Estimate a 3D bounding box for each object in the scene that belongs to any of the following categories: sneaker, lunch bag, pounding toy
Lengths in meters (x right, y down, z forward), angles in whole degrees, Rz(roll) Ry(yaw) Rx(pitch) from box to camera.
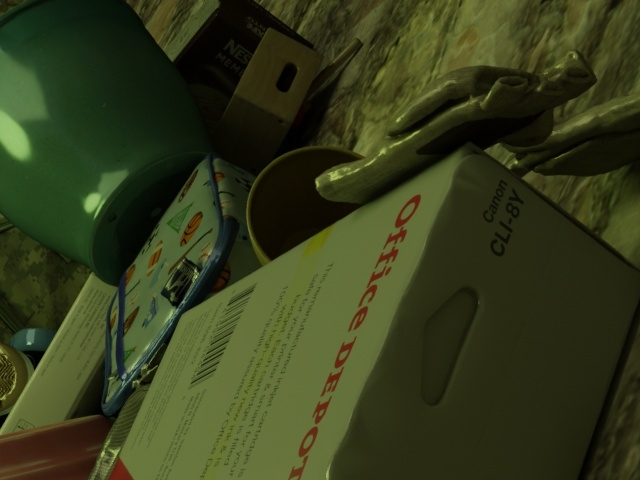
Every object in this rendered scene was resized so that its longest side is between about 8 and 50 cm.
[{"bbox_3d":[-0.342,0.184,2.304,0.232,0.081,0.090,121,155,-57],"label":"sneaker"},{"bbox_3d":[-0.424,0.060,2.608,0.256,0.212,0.305,-42,14,-14],"label":"lunch bag"},{"bbox_3d":[-0.403,0.172,2.249,0.282,0.153,0.099,-9,74,33],"label":"sneaker"},{"bbox_3d":[-0.040,-0.161,2.165,0.130,0.100,0.141,-58,6,52],"label":"pounding toy"},{"bbox_3d":[-0.127,0.062,1.920,0.243,0.115,0.303,-53,15,16],"label":"lunch bag"}]

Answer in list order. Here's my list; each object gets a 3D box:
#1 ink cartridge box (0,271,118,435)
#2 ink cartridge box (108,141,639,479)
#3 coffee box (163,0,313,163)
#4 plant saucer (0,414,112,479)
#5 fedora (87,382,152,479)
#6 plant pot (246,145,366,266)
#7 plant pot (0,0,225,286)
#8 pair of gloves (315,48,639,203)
[{"bbox_3d":[-0.295,0.210,2.181,0.296,0.066,0.261,-61,-6,-21],"label":"ink cartridge box"},{"bbox_3d":[0.008,0.142,1.298,0.385,0.160,0.279,-32,29,54],"label":"ink cartridge box"},{"bbox_3d":[-0.137,-0.166,2.329,0.246,0.141,0.098,-47,18,27],"label":"coffee box"},{"bbox_3d":[-0.315,0.227,1.806,0.332,0.332,0.084,-19,83,63],"label":"plant saucer"},{"bbox_3d":[-0.118,0.199,1.603,0.244,0.124,0.275,-62,18,-21],"label":"fedora"},{"bbox_3d":[0.000,0.000,1.688,0.095,0.134,0.134,102,-168,-62],"label":"plant pot"},{"bbox_3d":[-0.235,-0.092,2.123,0.271,0.271,0.255,-52,57,11],"label":"plant pot"},{"bbox_3d":[0.137,-0.076,1.274,0.204,0.240,0.042,-31,68,53],"label":"pair of gloves"}]
